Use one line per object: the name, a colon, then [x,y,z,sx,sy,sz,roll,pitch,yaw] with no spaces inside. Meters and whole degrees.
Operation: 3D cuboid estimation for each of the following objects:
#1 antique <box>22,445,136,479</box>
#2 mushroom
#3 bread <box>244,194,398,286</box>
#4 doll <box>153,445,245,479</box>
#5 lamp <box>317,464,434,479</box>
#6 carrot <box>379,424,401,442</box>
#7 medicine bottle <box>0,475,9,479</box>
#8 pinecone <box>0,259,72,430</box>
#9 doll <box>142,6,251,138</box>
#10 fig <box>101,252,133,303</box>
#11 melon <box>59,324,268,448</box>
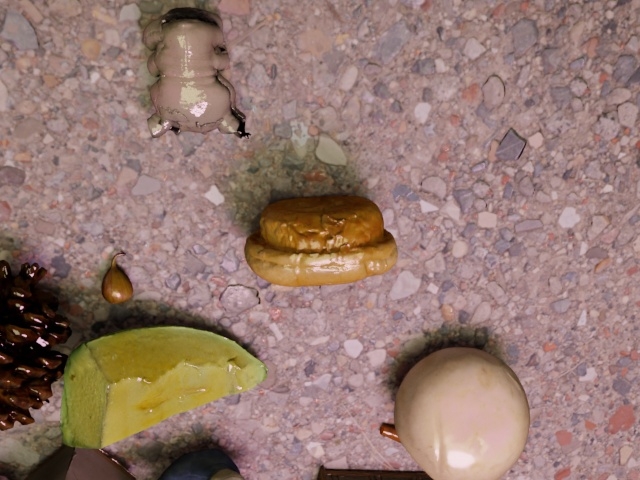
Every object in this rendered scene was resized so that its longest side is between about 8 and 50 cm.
antique: [-0.420,0.443,1.084,0.152,0.148,0.147,-39,111,5]
mushroom: [0.250,0.321,1.149,0.245,0.202,0.246,3,65,-7]
bread: [0.000,0.001,0.977,0.236,0.198,0.120,-5,105,-8]
doll: [-0.199,0.498,1.142,0.228,0.154,0.259,-12,110,2]
lamp: [0.155,0.507,1.246,0.325,0.089,0.090,7,107,-14]
carrot: [0.160,0.382,1.233,0.093,0.032,0.032,24,104,-12]
medicine bottle: [-0.564,0.551,1.065,0.133,0.133,0.274,-11,92,-6]
pinecone: [-0.485,0.164,0.934,0.257,0.243,0.244,-36,113,-19]
doll: [-0.184,-0.235,0.916,0.149,0.095,0.192,-8,108,-10]
fig: [-0.327,0.061,1.023,0.050,0.050,0.083,2,91,-11]
melon: [-0.247,0.230,1.043,0.323,0.124,0.196,-5,123,-42]
